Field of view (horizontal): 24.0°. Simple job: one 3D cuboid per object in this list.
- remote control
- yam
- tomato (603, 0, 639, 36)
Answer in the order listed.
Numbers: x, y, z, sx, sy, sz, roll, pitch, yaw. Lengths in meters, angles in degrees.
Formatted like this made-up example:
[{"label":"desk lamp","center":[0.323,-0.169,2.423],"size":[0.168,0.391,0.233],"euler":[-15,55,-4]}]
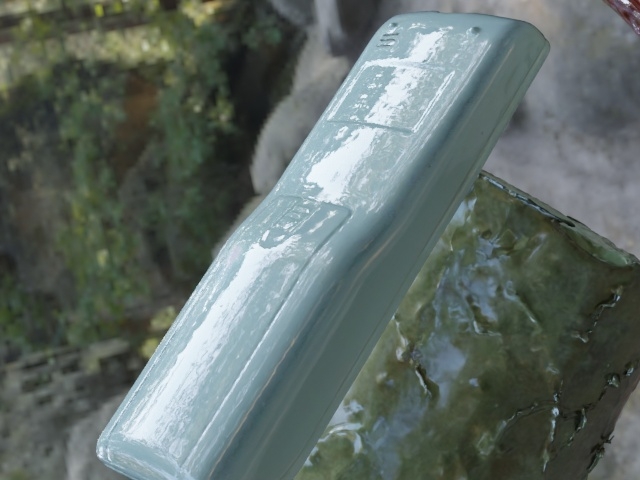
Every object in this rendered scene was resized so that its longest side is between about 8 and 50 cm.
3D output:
[{"label":"remote control","center":[0.000,0.000,0.413],"size":[0.061,0.162,0.029],"euler":[13,155,47]},{"label":"yam","center":[0.044,0.103,0.746],"size":[0.304,0.168,0.168],"euler":[-62,25,16]},{"label":"tomato","center":[0.203,-0.228,0.716],"size":[0.309,0.170,0.309],"euler":[51,174,8]}]
